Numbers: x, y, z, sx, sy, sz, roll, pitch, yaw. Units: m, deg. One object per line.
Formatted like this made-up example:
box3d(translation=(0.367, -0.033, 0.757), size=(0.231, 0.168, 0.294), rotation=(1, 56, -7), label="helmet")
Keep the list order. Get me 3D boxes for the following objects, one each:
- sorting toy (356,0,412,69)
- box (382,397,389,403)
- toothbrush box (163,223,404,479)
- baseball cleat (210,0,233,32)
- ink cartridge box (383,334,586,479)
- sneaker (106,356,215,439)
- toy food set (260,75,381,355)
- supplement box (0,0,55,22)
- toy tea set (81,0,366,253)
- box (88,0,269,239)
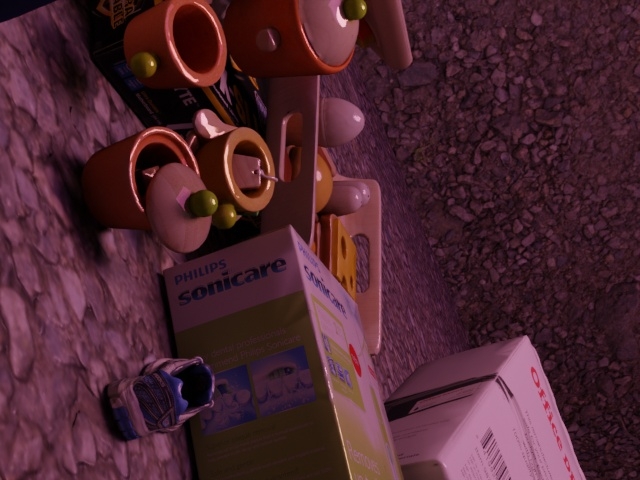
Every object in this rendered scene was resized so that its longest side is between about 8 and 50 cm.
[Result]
box3d(translation=(0.012, -0.293, 1.185), size=(0.208, 0.038, 0.193), rotation=(44, -6, 21), label="sorting toy")
box3d(translation=(0.166, 0.401, 1.476), size=(0.242, 0.076, 0.307), rotation=(-94, 162, -51), label="box")
box3d(translation=(-0.016, 0.163, 0.863), size=(0.206, 0.122, 0.283), rotation=(52, 20, -61), label="toothbrush box")
box3d(translation=(-0.093, -0.265, 1.006), size=(0.109, 0.072, 0.206), rotation=(113, -36, -87), label="baseball cleat")
box3d(translation=(0.167, 0.309, 1.166), size=(0.395, 0.166, 0.286), rotation=(-28, 99, -64), label="ink cartridge box")
box3d(translation=(-0.096, 0.106, 0.726), size=(0.135, 0.058, 0.052), rotation=(-22, 93, -80), label="sneaker")
box3d(translation=(0.019, -0.029, 1.066), size=(0.306, 0.092, 0.220), rotation=(56, 32, -61), label="toy food set")
box3d(translation=(-0.203, -0.340, 0.598), size=(0.194, 0.195, 0.357), rotation=(37, 35, -72), label="supplement box")
box3d(translation=(-0.059, -0.129, 0.821), size=(0.200, 0.124, 0.336), rotation=(41, 51, -45), label="toy tea set")
box3d(translation=(-0.126, -0.188, 1.050), size=(0.322, 0.079, 0.257), rotation=(57, 19, -54), label="box")
